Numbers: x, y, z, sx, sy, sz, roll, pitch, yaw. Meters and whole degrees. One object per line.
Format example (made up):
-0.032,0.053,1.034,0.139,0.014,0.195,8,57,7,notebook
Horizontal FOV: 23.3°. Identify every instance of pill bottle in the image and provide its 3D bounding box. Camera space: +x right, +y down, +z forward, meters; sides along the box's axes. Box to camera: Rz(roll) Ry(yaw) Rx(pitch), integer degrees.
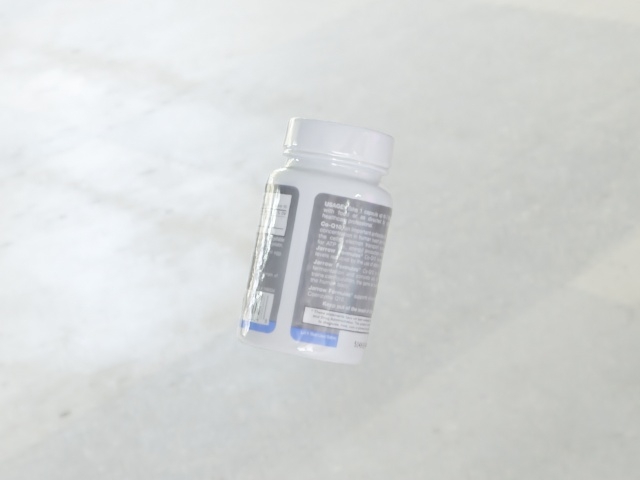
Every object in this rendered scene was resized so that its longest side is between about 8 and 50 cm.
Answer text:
0.000,0.000,0.918,0.078,0.137,0.078,11,-2,0,pill bottle
